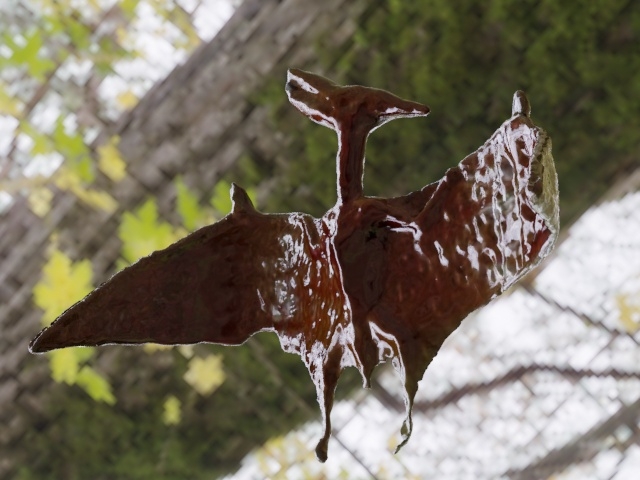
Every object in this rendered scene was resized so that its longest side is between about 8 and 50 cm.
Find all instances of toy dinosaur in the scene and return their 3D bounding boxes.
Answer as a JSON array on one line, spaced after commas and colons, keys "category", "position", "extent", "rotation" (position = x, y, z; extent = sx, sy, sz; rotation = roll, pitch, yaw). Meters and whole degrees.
[{"category": "toy dinosaur", "position": [0.004, 0.008, 0.922], "extent": [0.113, 0.207, 0.327], "rotation": [11, -174, -41]}]
